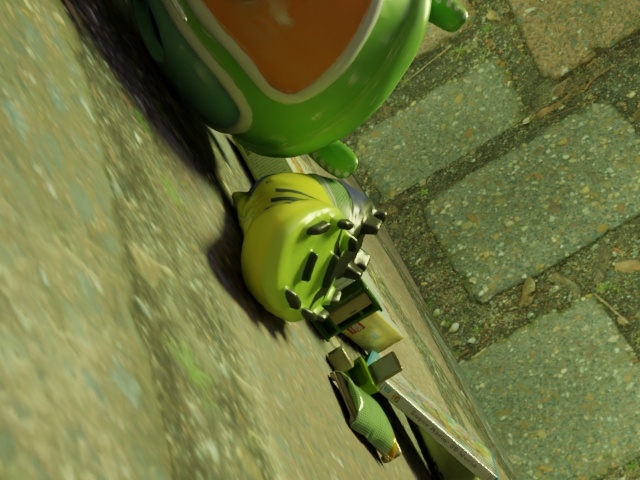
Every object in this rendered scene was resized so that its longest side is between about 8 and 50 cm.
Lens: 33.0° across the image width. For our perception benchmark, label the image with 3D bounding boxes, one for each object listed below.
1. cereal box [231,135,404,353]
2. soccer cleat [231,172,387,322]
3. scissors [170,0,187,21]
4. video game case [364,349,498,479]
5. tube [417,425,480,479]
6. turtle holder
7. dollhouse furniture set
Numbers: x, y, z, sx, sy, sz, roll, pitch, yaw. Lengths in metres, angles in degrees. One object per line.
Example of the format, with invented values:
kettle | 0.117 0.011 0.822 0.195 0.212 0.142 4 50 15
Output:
cereal box | 0.000 0.000 1.148 0.240 0.047 0.173 62 6 22
soccer cleat | -0.028 -0.004 0.851 0.121 0.093 0.289 22 10 9
scissors | -0.173 -0.284 0.759 0.297 0.021 0.109 61 -1 23
video game case | 0.108 0.175 1.084 0.166 0.015 0.119 40 5 4
tube | 0.151 0.251 1.153 0.240 0.062 0.070 -120 -142 -58
turtle holder | -0.050 -0.225 0.941 0.227 0.243 0.320 30 30 -35
dollhouse furniture set | 0.043 0.106 0.905 0.076 0.058 0.152 53 8 -42
